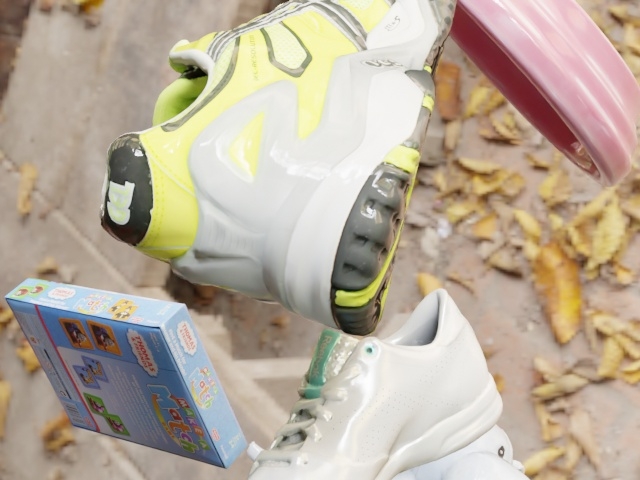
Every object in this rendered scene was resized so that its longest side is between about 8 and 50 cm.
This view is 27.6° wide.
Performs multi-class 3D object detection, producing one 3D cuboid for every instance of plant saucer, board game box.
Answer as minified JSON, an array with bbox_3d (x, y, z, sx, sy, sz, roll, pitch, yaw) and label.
[{"bbox_3d":[0.197,-0.197,1.264,0.084,0.332,0.332,-43,56,5],"label":"plant saucer"},{"bbox_3d":[-0.177,0.117,1.175,0.211,0.039,0.160,8,129,41],"label":"board game box"}]

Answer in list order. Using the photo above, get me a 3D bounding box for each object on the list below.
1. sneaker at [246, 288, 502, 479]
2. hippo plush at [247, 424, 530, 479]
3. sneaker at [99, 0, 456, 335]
[{"bbox_3d":[0.007,0.097,0.701,0.080,0.212,0.094,2,116,48],"label":"sneaker"},{"bbox_3d":[0.114,0.299,1.317,0.236,0.234,0.294,-33,30,-4],"label":"hippo plush"},{"bbox_3d":[-0.010,-0.090,0.732,0.147,0.384,0.145,14,113,2],"label":"sneaker"}]
